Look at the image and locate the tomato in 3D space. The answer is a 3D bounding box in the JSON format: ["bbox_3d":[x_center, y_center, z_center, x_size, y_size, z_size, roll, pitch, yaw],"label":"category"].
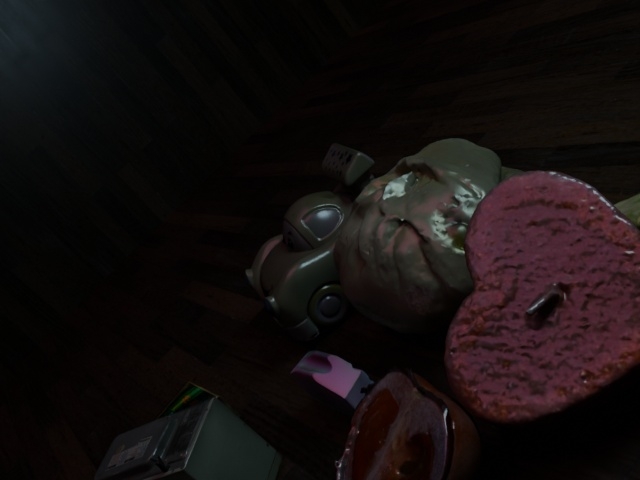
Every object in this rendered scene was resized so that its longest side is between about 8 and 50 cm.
[{"bbox_3d":[0.117,0.273,0.909,0.199,0.112,0.228,-61,22,8],"label":"tomato"}]

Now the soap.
[{"bbox_3d":[0.023,0.223,1.163,0.056,0.100,0.149,-49,25,-21],"label":"soap"}]

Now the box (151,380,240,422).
[{"bbox_3d":[-0.276,0.381,1.378,0.240,0.071,0.159,-49,21,-22],"label":"box"}]

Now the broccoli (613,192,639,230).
[{"bbox_3d":[0.480,-0.057,0.869,0.361,0.221,0.252,-39,13,31],"label":"broccoli"}]

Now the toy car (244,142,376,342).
[{"bbox_3d":[0.000,0.000,1.454,0.336,0.226,0.242,-40,22,-4],"label":"toy car"}]

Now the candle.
[{"bbox_3d":[0.290,0.079,0.863,0.287,0.131,0.316,7,75,34],"label":"candle"}]

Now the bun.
[{"bbox_3d":[0.187,-0.025,1.188,0.365,0.219,0.365,-25,26,14],"label":"bun"}]

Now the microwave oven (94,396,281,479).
[{"bbox_3d":[-0.217,0.364,1.162,0.241,0.194,0.145,-27,24,34],"label":"microwave oven"}]
